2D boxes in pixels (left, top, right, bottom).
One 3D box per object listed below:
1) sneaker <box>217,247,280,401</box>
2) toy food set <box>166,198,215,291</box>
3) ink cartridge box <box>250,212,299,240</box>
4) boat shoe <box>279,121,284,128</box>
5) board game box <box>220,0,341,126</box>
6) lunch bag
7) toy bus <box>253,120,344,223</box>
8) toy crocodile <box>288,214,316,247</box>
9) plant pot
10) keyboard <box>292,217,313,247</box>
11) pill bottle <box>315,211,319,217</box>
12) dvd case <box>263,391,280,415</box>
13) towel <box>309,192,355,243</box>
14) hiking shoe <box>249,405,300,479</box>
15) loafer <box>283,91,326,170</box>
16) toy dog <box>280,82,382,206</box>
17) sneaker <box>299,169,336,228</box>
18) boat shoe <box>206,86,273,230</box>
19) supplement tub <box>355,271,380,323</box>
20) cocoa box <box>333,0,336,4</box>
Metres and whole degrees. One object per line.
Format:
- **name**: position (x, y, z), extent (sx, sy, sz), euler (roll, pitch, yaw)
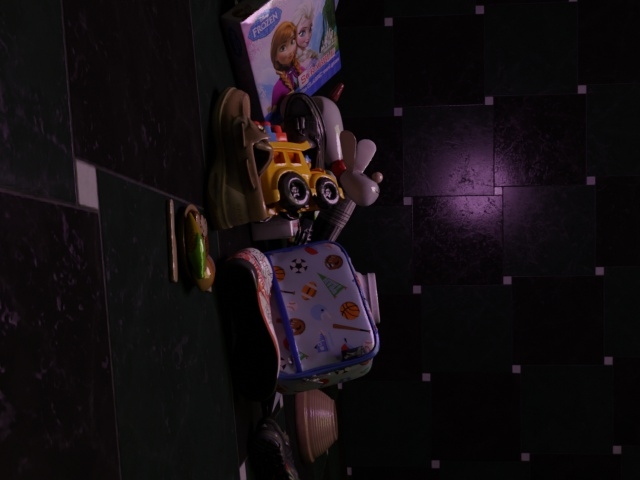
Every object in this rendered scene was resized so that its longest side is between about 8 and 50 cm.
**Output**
- **sneaker**: position (-0.119, 0.147, 1.178), extent (0.145, 0.090, 0.269), euler (-70, 151, -75)
- **toy food set**: position (-0.177, 0.011, 0.949), extent (0.192, 0.039, 0.132), euler (58, 27, -80)
- **ink cartridge box**: position (-0.115, -0.121, 1.527), extent (0.172, 0.100, 0.237), euler (-31, 115, -85)
- **boat shoe**: position (-0.121, -0.425, 1.894), extent (0.277, 0.098, 0.096), euler (68, 17, -70)
- **board game box**: position (-0.080, -0.473, 1.553), extent (0.318, 0.066, 0.318), euler (-49, 149, -27)
- **lunch bag**: position (-0.028, 0.154, 1.285), extent (0.115, 0.243, 0.303), euler (101, -25, -55)
- **toy bus**: position (-0.077, -0.152, 1.353), extent (0.220, 0.149, 0.211), euler (-4, 80, -44)
- **toy crocodile**: position (-0.064, 0.005, 2.121), extent (0.115, 0.105, 0.340), euler (77, 12, -54)
- **plant pot**: position (-0.007, 0.549, 1.942), extent (0.237, 0.110, 0.237), euler (-5, 90, -85)
- **keyboard**: position (-0.068, 0.089, 1.504), extent (0.201, 0.033, 0.317), euler (97, 9, -64)
- **pill bottle**: position (-0.042, -0.099, 2.311), extent (0.121, 0.121, 0.216), euler (-69, 153, -80)
- **dvd case**: position (-0.082, 0.251, 1.455), extent (0.180, 0.022, 0.252), euler (-39, 141, -85)
- **towel**: position (0.000, 0.000, 1.802), extent (0.312, 0.056, 0.324), euler (-61, -171, 3)
- **hiking shoe**: position (-0.081, 0.441, 1.288), extent (0.114, 0.086, 0.226), euler (-83, 166, -57)
- **loafer**: position (-0.033, -0.205, 1.484), extent (0.084, 0.096, 0.267), euler (-69, 153, -68)
- **toy dog**: position (0.058, -0.256, 1.578), extent (0.333, 0.161, 0.220), euler (48, 16, -3)
- **sneaker**: position (-0.059, -0.162, 1.763), extent (0.366, 0.138, 0.210), euler (129, -46, -65)
- **boat shoe**: position (-0.140, -0.160, 1.195), extent (0.121, 0.110, 0.341), euler (78, 8, -53)
- **supplement tub**: position (0.053, 0.203, 2.120), extent (0.191, 0.272, 0.191), euler (-6, 90, -86)
- **cocoa box**: position (-0.065, -0.740, 1.798), extent (0.347, 0.232, 0.227), euler (-41, 150, -85)
